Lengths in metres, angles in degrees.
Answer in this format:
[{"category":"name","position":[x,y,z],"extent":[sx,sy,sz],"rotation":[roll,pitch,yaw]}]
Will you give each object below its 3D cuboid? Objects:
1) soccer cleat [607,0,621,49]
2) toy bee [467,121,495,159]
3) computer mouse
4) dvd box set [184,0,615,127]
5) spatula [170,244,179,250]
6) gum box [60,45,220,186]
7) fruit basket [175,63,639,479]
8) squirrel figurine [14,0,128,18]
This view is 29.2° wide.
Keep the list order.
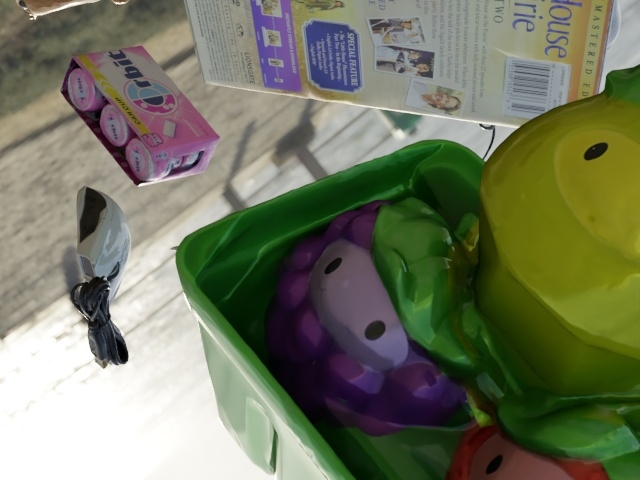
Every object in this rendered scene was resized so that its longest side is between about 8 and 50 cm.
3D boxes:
[{"category":"soccer cleat","position":[0.315,-0.391,1.627],"extent":[0.116,0.331,0.143],"rotation":[-16,145,-6]},{"category":"toy bee","position":[0.247,-0.035,1.712],"extent":[0.195,0.298,0.162],"rotation":[7,151,-39]},{"category":"computer mouse","position":[-0.189,0.018,1.080],"extent":[0.042,0.193,0.106],"rotation":[-11,132,-1]},{"category":"dvd box set","position":[0.069,-0.244,1.178],"extent":[0.307,0.421,0.062],"rotation":[81,21,-55]},{"category":"spatula","position":[0.000,0.000,1.068],"extent":[0.168,0.019,0.242],"rotation":[-13,-166,-35]},{"category":"gum box","position":[-0.219,-0.151,1.502],"extent":[0.107,0.188,0.062],"rotation":[-18,148,-43]},{"category":"fruit basket","position":[0.123,0.060,0.709],"extent":[0.283,0.392,0.392],"rotation":[-24,169,-32]},{"category":"squirrel figurine","position":[-0.397,-0.509,1.780],"extent":[0.397,0.370,0.281],"rotation":[-43,155,-20]}]
